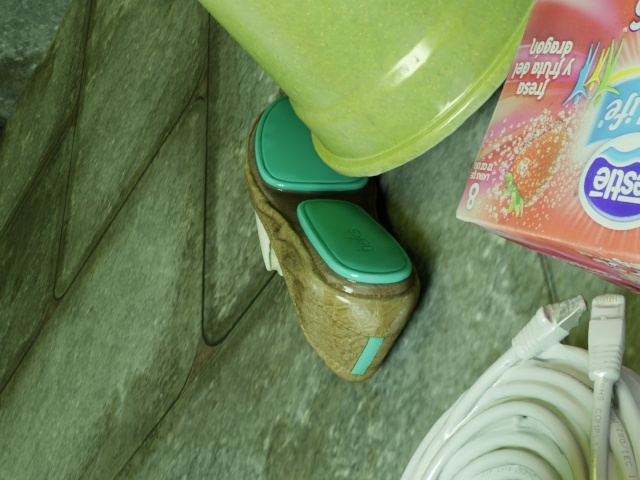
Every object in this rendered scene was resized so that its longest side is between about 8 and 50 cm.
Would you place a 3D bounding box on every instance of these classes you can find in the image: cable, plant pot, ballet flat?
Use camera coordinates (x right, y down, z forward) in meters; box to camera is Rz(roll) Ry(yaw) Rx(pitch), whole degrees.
[{"bbox_3d":[0.111,0.184,0.732,0.257,0.089,0.257,-46,32,43],"label":"cable"},{"bbox_3d":[0.004,-0.231,1.065,0.276,0.254,0.276,-37,32,28],"label":"plant pot"},{"bbox_3d":[0.000,0.000,1.162,0.342,0.116,0.124,-116,33,-57],"label":"ballet flat"}]

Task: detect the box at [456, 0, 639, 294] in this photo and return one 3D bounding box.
[{"bbox_3d":[0.209,-0.035,0.627,0.300,0.154,0.142,18,87,67],"label":"box"}]
